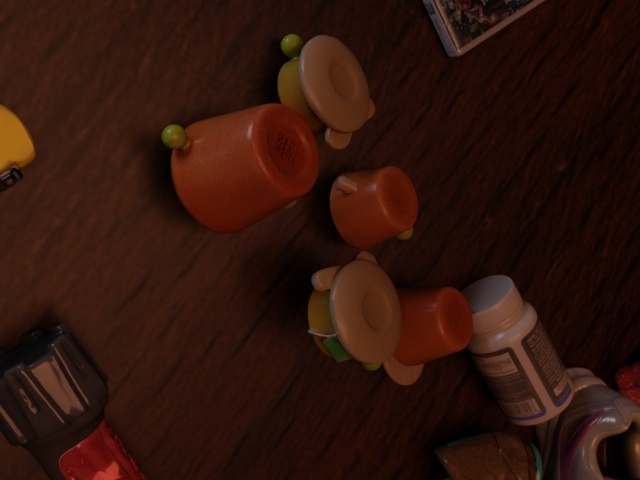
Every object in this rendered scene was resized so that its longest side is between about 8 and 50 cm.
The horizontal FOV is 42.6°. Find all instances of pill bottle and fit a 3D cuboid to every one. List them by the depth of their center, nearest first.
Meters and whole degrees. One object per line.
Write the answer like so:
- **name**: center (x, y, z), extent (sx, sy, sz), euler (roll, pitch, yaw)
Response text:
- **pill bottle**: center (0.188, 0.107, 0.811), extent (0.078, 0.078, 0.137), euler (-36, 109, -17)

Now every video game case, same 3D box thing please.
- **video game case**: center (0.161, -0.297, 0.790), extent (0.190, 0.022, 0.173), euler (-35, 108, -19)

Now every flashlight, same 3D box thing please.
- **flashlight**: center (-0.148, 0.207, 0.653), extent (0.103, 0.103, 0.304), euler (-33, 108, -17)

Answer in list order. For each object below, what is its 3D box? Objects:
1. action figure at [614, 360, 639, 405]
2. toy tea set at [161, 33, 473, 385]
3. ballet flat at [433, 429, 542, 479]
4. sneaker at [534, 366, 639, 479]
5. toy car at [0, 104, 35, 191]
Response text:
- **action figure**: center (0.422, 0.108, 0.891), extent (0.091, 0.139, 0.280), euler (38, 82, -22)
- **toy tea set**: center (0.000, 0.000, 0.717), extent (0.200, 0.124, 0.336), euler (-42, 110, -47)
- **ballet flat**: center (0.139, 0.354, 0.806), extent (0.124, 0.116, 0.342), euler (4, 93, -5)
- **sneaker**: center (0.276, 0.265, 0.848), extent (0.103, 0.111, 0.252), euler (3, 94, -25)
- **toy car**: center (-0.326, 0.013, 0.581), extent (0.239, 0.053, 0.225), euler (-3, 97, -24)
